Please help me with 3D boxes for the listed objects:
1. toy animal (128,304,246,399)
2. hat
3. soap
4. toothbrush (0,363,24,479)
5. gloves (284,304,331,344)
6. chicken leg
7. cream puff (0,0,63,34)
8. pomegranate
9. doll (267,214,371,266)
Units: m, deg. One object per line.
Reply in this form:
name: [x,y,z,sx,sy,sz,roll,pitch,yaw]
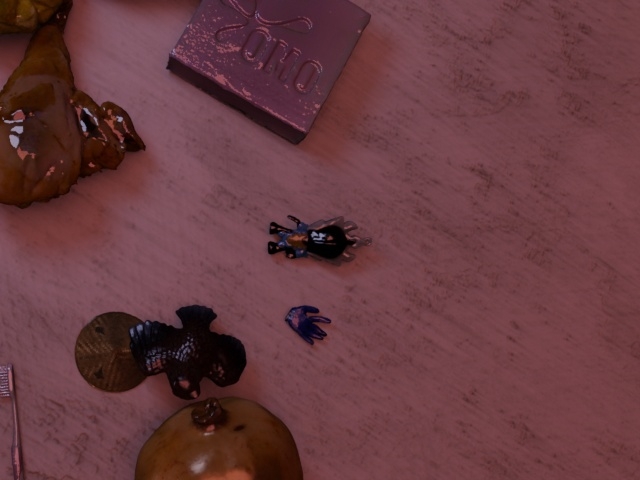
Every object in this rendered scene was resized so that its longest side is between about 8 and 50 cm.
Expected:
toy animal: [-0.228,0.195,1.693,0.218,0.179,0.116,15,106,-11]
hat: [-0.359,0.196,1.716,0.146,0.067,0.146,1,84,-13]
soap: [-0.095,-0.372,1.822,0.296,0.107,0.285,28,76,-10]
toothbrush: [-0.527,0.390,1.678,0.029,0.024,0.354,-7,86,-8]
gloves: [-0.022,0.153,1.822,0.086,0.026,0.064,38,75,-7]
chicken leg: [-0.448,-0.236,1.715,0.295,0.182,0.410,9,66,-22]
cream puff: [-0.547,-0.455,1.655,0.244,0.196,0.244,-7,72,21]
pomegranate: [-0.164,0.415,1.644,0.307,0.307,0.308,1,84,-13]
doll: [0.000,0.000,1.823,0.195,0.070,0.096,3,99,-6]
